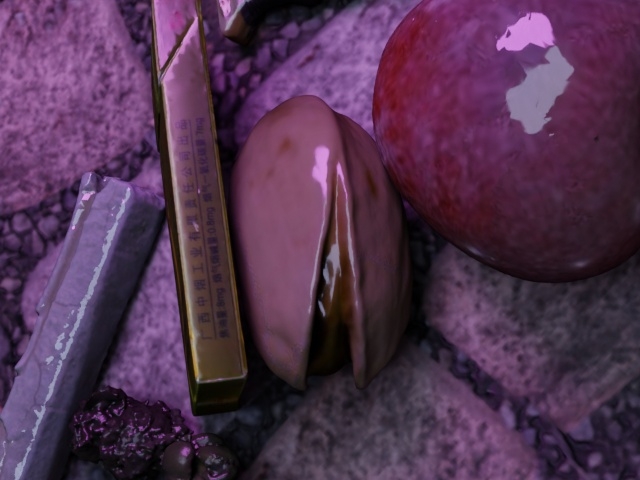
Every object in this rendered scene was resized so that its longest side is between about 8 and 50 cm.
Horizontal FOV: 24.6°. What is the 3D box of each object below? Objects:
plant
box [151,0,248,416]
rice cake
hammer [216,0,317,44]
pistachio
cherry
[{"bbox_3d":[-0.130,0.172,1.192,0.174,0.087,0.085,20,117,29],"label":"plant"},{"bbox_3d":[-0.100,-0.026,1.166,0.043,0.173,0.311,-6,76,-8],"label":"box"},{"bbox_3d":[-0.220,0.106,1.240,0.063,0.066,0.336,17,84,32],"label":"rice cake"},{"bbox_3d":[0.019,-0.229,1.225,0.226,0.041,0.159,-15,74,19],"label":"hammer"},{"bbox_3d":[0.000,0.000,1.127,0.137,0.153,0.238,-6,74,-3],"label":"pistachio"},{"bbox_3d":[0.163,-0.092,1.049,0.285,0.213,0.236,22,80,33],"label":"cherry"}]
